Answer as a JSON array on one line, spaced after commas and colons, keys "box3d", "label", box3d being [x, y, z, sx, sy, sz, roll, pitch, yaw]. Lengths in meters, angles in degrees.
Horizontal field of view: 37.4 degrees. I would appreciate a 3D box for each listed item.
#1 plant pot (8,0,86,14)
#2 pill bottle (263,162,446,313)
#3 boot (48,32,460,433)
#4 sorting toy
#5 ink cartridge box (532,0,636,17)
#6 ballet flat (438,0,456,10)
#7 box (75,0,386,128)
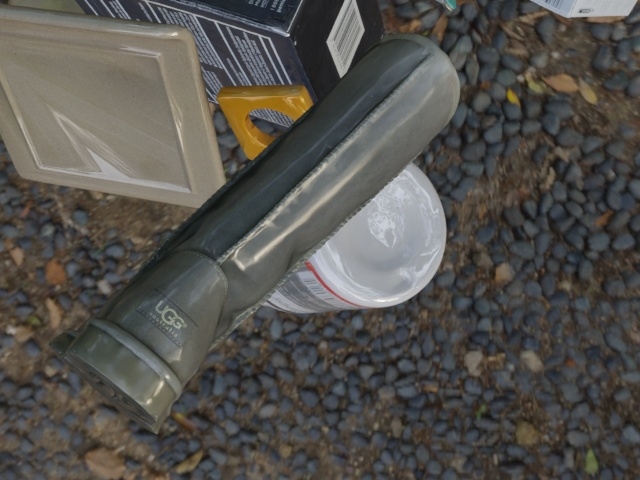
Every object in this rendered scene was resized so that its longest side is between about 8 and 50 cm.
[{"box3d": [-0.391, -0.278, 1.515, 0.256, 0.274, 0.256, -2, 138, -2], "label": "plant pot"}, {"box3d": [0.000, 0.000, 1.059, 0.161, 0.283, 0.161, 3, 83, -26], "label": "pill bottle"}, {"box3d": [-0.037, -0.003, 0.475, 0.076, 0.189, 0.208, 41, 71, -12], "label": "boot"}, {"box3d": [-0.156, -0.101, 0.682, 0.347, 0.047, 0.196, 10, 146, 13], "label": "sorting toy"}, {"box3d": [0.250, -0.321, 1.090, 0.223, 0.224, 0.045, 37, 123, 28], "label": "ink cartridge box"}, {"box3d": [0.203, -0.458, 1.675, 0.041, 0.041, 0.114, -23, 112, 14], "label": "ballet flat"}, {"box3d": [-0.103, -0.281, 1.100, 0.294, 0.296, 0.183, 19, 78, 16], "label": "box"}]
